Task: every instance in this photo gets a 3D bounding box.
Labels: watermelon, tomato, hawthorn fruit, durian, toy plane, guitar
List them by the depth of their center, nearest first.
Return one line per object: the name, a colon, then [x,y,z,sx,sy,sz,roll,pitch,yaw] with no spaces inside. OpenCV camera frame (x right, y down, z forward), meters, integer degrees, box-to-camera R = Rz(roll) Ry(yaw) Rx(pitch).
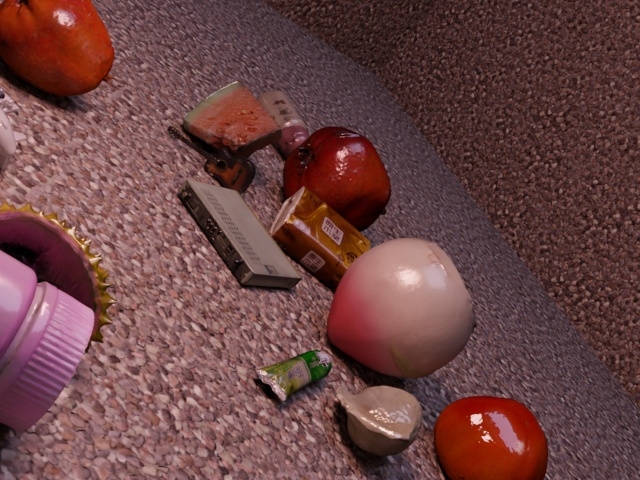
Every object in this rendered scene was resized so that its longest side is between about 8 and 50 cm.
durian: [-0.388,0.037,1.299,0.260,0.186,0.154,52,23,-14]
toy plane: [-0.563,-0.200,1.555,0.174,0.080,0.174,23,41,-21]
hawthorn fruit: [-0.504,-0.379,1.887,0.299,0.211,0.211,41,16,-39]
tomato: [0.352,0.419,1.909,0.259,0.180,0.260,31,29,-19]
guitar: [-0.256,-0.194,2.182,0.233,0.088,0.025,35,19,5]
watermelon: [-0.188,-0.263,2.266,0.256,0.193,0.140,31,-25,46]
hawthorn fruit: [0.055,-0.140,2.400,0.307,0.265,0.265,29,23,-41]

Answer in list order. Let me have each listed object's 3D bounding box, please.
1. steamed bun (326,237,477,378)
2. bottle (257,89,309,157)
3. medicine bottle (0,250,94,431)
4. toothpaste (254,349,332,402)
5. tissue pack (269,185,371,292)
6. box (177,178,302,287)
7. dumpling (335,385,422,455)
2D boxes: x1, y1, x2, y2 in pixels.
steamed bun: [0.145,0.152,1.974,0.309,0.309,0.309,37,20,-16]
bottle: [-0.101,-0.320,2.687,0.110,0.110,0.233,23,27,-45]
medicine bottle: [-0.425,0.080,1.083,0.290,0.178,0.178,35,20,-24]
toothpaste: [-0.037,0.239,1.722,0.078,0.047,0.248,46,21,16]
tissue pack: [0.000,0.000,2.212,0.226,0.092,0.183,42,29,-13]
box: [-0.171,-0.011,1.984,0.270,0.045,0.211,52,21,23]
dumpling: [0.098,0.317,1.717,0.166,0.126,0.216,26,23,-1]
